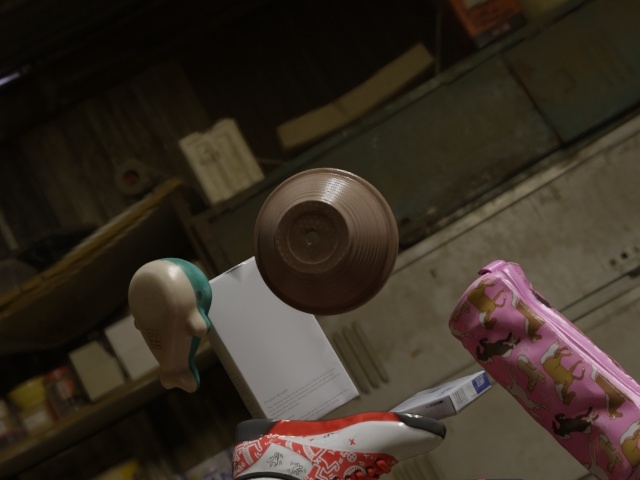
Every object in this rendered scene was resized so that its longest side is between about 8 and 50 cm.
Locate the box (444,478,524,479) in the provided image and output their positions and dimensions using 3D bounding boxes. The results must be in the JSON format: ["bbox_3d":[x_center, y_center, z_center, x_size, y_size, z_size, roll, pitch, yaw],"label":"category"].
[{"bbox_3d":[0.282,0.577,1.847,0.270,0.165,0.143,0,22,-5],"label":"box"}]

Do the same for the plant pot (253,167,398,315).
[{"bbox_3d":[0.000,0.000,1.474,0.237,0.237,0.110,-31,-9,8],"label":"plant pot"}]

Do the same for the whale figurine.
[{"bbox_3d":[-0.287,0.167,1.916,0.216,0.272,0.141,-2,11,41],"label":"whale figurine"}]

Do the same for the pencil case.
[{"bbox_3d":[0.361,0.196,1.405,0.167,0.386,0.160,-52,-34,9],"label":"pencil case"}]

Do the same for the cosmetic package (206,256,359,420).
[{"bbox_3d":[-0.110,0.236,2.087,0.217,0.385,0.156,-27,-7,-18],"label":"cosmetic package"}]

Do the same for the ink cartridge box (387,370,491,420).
[{"bbox_3d":[0.198,0.326,1.834,0.224,0.045,0.223,-26,-7,26],"label":"ink cartridge box"}]

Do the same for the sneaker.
[{"bbox_3d":[0.021,0.290,1.139,0.270,0.145,0.090,-5,-30,14],"label":"sneaker"}]
